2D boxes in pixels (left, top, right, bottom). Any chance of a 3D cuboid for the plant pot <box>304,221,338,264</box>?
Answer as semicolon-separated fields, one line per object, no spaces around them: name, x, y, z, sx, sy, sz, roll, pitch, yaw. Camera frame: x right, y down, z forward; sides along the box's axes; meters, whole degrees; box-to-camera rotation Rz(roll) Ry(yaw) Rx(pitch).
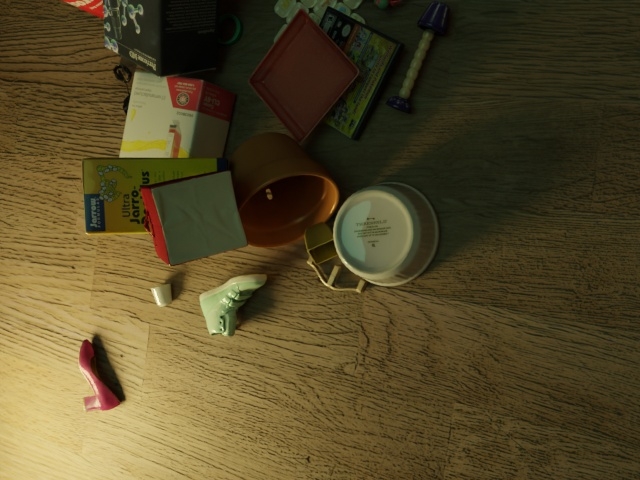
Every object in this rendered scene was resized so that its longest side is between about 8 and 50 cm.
plant pot;0.000;0.000;1.634;0.081;0.081;0.083;-25;55;3

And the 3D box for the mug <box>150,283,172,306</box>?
mug;-0.494;0.172;1.907;0.062;0.078;0.064;-13;92;-7

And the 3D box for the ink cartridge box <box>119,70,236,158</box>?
ink cartridge box;-0.444;-0.289;1.828;0.279;0.160;0.385;15;96;27

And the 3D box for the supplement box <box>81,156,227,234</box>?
supplement box;-0.423;-0.123;1.610;0.356;0.194;0.195;-2;98;-8

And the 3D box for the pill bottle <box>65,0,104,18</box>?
pill bottle;-0.682;-0.805;1.826;0.229;0.407;0.229;-1;88;28

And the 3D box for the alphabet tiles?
alphabet tiles;-0.005;-0.625;1.695;0.284;0.021;0.278;46;108;21

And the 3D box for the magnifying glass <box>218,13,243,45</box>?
magnifying glass;-0.338;-0.648;1.862;0.231;0.026;0.092;11;94;27

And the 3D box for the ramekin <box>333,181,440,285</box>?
ramekin;0.156;-0.018;1.536;0.273;0.127;0.273;-1;89;27

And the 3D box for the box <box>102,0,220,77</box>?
box;-0.453;-0.709;1.719;0.293;0.212;0.395;32;130;31

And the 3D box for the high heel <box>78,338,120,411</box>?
high heel;-0.732;0.442;2.016;0.117;0.082;0.244;-11;69;-2

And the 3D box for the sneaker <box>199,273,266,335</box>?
sneaker;-0.237;0.191;1.746;0.256;0.094;0.151;-27;71;34

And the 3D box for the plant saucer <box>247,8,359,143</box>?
plant saucer;-0.043;-0.441;1.644;0.259;0.048;0.258;-47;71;25

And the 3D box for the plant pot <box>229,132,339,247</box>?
plant pot;-0.120;-0.148;1.611;0.291;0.291;0.203;-38;57;21

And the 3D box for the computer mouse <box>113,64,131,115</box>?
computer mouse;-0.626;-0.485;2.001;0.071;0.041;0.242;-30;69;14

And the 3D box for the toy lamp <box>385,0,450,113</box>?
toy lamp;0.250;-0.461;1.531;0.080;0.080;0.275;28;104;25

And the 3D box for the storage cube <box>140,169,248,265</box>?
storage cube;-0.300;-0.056;1.421;0.193;0.215;0.184;-169;65;-67

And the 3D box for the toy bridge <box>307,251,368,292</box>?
toy bridge;0.038;0.097;1.648;0.188;0.026;0.063;28;102;26

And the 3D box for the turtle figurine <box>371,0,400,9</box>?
turtle figurine;0.139;-0.680;1.571;0.175;0.118;0.234;-18;65;11

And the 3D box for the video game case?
video game case;0.060;-0.448;1.630;0.248;0.035;0.275;36;112;24
